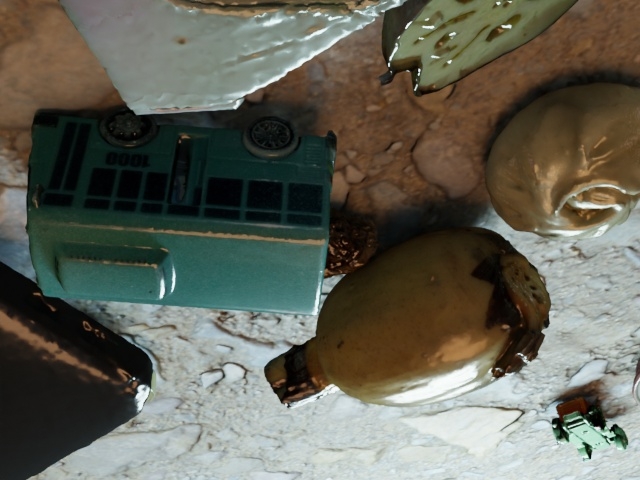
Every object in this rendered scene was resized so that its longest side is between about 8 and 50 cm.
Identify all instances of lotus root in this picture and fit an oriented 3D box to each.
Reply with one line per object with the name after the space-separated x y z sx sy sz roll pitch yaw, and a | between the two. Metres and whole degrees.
0.082 0.096 1.076 0.310 0.182 0.183 -27 141 26 | lotus root
0.114 -0.192 0.743 0.204 0.078 0.183 -29 163 -17 | lotus root

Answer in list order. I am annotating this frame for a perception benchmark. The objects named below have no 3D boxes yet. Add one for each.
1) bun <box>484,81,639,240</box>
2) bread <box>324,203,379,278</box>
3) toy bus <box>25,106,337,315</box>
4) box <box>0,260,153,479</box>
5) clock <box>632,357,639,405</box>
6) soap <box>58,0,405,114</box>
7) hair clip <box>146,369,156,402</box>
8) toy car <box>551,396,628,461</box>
0.245 -0.059 0.962 0.183 0.102 0.183 -8 146 -6 | bun
0.000 0.000 1.017 0.113 0.060 0.082 24 129 -39 | bread
-0.119 -0.020 0.877 0.256 0.147 0.128 4 140 -3 | toy bus
-0.396 0.138 1.045 0.359 0.091 0.350 -32 129 27 | box
0.529 0.167 1.371 0.244 0.056 0.244 -7 143 -5 | clock
-0.041 -0.273 0.564 0.261 0.156 0.446 -4 144 -8 | soap
-0.269 0.187 1.197 0.218 0.071 0.159 -24 146 27 | hair clip
0.377 0.266 1.469 0.073 0.054 0.143 -26 145 23 | toy car
